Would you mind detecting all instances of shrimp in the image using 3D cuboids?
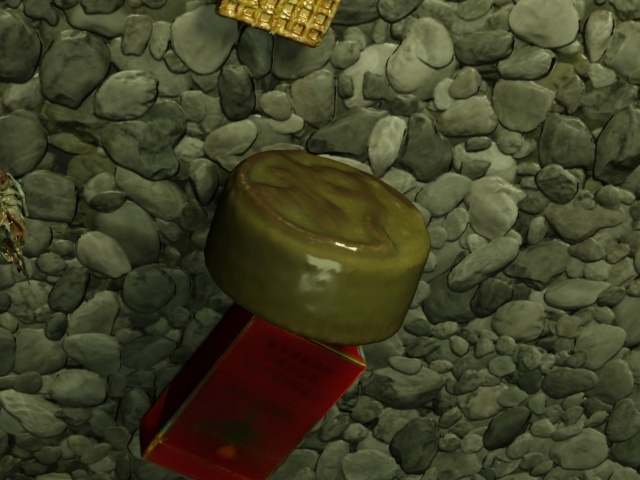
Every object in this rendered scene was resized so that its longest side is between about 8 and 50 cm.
[{"bbox_3d":[-0.423,-0.032,1.676,0.090,0.079,0.232,-39,132,-29],"label":"shrimp"}]

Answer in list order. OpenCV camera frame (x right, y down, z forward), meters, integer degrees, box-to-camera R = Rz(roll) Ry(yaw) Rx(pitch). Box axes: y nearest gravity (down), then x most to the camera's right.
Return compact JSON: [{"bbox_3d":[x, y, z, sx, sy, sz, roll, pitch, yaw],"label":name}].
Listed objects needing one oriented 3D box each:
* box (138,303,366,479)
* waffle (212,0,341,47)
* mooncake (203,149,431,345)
[{"bbox_3d":[-0.105,0.232,1.881,0.197,0.089,0.313,28,114,-25],"label":"box"},{"bbox_3d":[-0.050,-0.309,1.571,0.148,0.042,0.102,16,117,-18],"label":"waffle"},{"bbox_3d":[0.000,0.000,1.637,0.285,0.284,0.155,13,119,-16],"label":"mooncake"}]
